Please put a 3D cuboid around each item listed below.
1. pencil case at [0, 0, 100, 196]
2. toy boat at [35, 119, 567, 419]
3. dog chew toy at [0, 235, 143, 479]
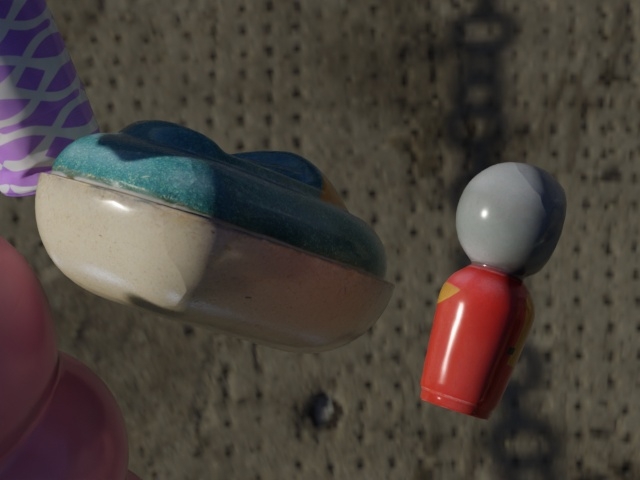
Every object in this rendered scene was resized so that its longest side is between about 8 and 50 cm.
[{"bbox_3d":[-0.218,-0.130,1.199,0.088,0.206,0.086,2,30,46],"label":"pencil case"},{"bbox_3d":[0.000,0.000,1.108,0.318,0.267,0.148,15,87,34],"label":"toy boat"},{"bbox_3d":[-0.220,0.135,1.155,0.206,0.332,0.206,-29,27,16],"label":"dog chew toy"}]
